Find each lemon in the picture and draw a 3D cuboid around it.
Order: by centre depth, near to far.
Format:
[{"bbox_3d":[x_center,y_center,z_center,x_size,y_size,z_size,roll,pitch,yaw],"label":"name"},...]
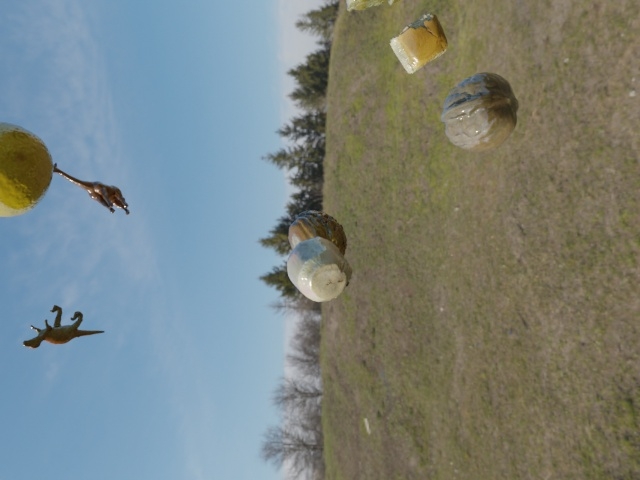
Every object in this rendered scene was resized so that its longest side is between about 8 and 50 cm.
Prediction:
[{"bbox_3d":[-0.821,-0.190,1.240,0.228,0.228,0.254,81,-164,-68],"label":"lemon"}]

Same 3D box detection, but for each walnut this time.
[{"bbox_3d":[0.521,-0.414,1.551,0.248,0.248,0.249,0,-90,-86],"label":"walnut"}]

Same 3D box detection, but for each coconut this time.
[{"bbox_3d":[-0.005,0.049,0.862,0.124,0.110,0.110,-129,33,-58],"label":"coconut"}]

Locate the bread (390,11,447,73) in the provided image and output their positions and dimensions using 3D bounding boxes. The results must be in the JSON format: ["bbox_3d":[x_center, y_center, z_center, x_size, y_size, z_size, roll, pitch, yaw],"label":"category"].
[{"bbox_3d":[0.251,-0.492,1.186,0.106,0.125,0.082,58,178,4],"label":"bread"}]

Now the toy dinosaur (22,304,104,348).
[{"bbox_3d":[-0.598,0.226,1.125,0.162,0.039,0.126,46,-144,-33],"label":"toy dinosaur"}]

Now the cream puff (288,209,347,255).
[{"bbox_3d":[0.000,0.000,1.125,0.165,0.115,0.150,57,158,26],"label":"cream puff"}]

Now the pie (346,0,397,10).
[{"bbox_3d":[0.216,-0.768,1.350,0.075,0.337,0.337,58,-179,5],"label":"pie"}]

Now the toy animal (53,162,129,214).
[{"bbox_3d":[-0.775,-0.173,1.620,0.066,0.229,0.224,-52,-16,15],"label":"toy animal"}]
